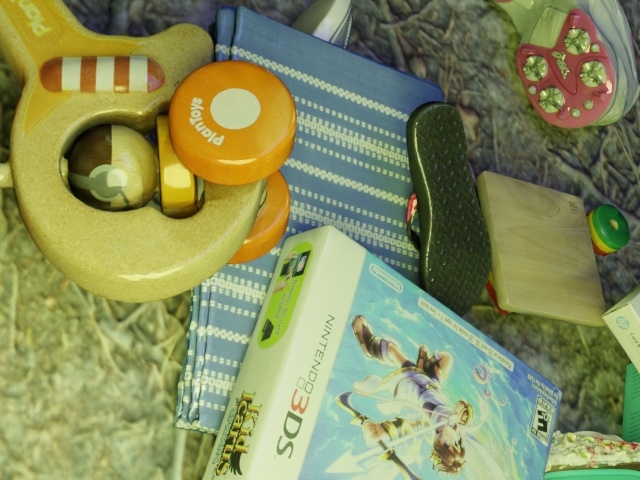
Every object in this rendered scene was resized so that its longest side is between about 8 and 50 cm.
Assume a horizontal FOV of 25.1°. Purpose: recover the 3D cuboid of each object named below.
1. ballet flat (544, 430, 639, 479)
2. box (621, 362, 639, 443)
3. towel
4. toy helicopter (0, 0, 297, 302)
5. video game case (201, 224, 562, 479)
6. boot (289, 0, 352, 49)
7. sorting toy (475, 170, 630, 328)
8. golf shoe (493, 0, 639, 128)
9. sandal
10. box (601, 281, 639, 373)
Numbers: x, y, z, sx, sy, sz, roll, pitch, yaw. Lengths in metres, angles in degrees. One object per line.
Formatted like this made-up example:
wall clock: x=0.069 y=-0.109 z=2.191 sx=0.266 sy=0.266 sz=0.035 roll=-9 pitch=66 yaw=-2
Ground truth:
ballet flat: x=0.272 y=0.192 z=1.210 sx=0.241 sy=0.091 sz=0.077 roll=8 pitch=31 yaw=-8
box: x=0.325 y=0.225 z=1.305 sx=0.100 sy=0.060 sz=0.244 roll=32 pitch=49 yaw=-23
towel: x=0.000 y=0.000 z=1.126 sx=0.243 sy=0.040 sz=0.336 roll=16 pitch=70 yaw=-37
toy helicopter: x=-0.188 y=-0.102 z=0.989 sx=0.235 sy=0.140 sz=0.355 roll=-30 pitch=68 yaw=-18
video game case: x=0.053 y=0.161 z=1.059 sx=0.269 sy=0.061 sz=0.244 roll=35 pitch=58 yaw=-28
boot: x=0.000 y=-0.126 z=1.222 sx=0.086 sy=0.069 sz=0.190 roll=42 pitch=54 yaw=-23
sorting toy: x=0.185 y=0.014 z=1.312 sx=0.274 sy=0.046 sz=0.132 roll=12 pitch=59 yaw=-37
golf shoe: x=0.249 y=-0.256 z=1.494 sx=0.140 sy=0.115 sz=0.306 roll=2 pitch=71 yaw=-53
sandal: x=0.096 y=-0.023 z=1.154 sx=0.067 sy=0.040 sz=0.179 roll=-14 pitch=103 yaw=-31
box: x=0.352 y=0.113 z=1.321 sx=0.145 sy=0.038 sz=0.186 roll=-31 pitch=87 yaw=-46
